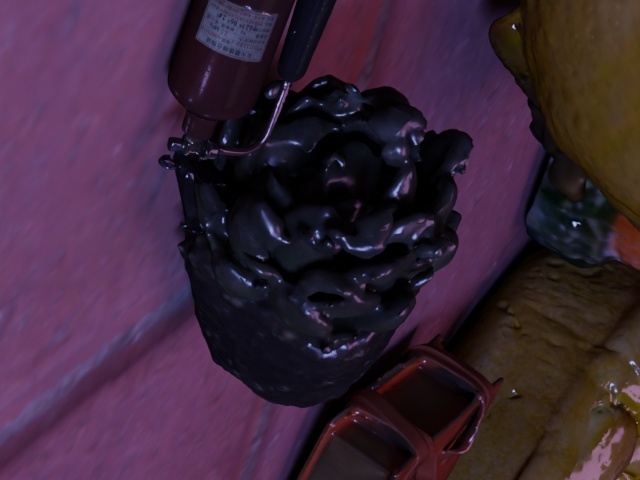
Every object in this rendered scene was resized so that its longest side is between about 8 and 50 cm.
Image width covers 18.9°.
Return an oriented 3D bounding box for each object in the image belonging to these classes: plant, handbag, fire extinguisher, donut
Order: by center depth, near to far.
[{"bbox_3d":[-0.010,-0.086,0.564,0.049,0.035,0.173,-34,151,-57],"label":"fire extinguisher"},{"bbox_3d":[0.000,0.000,0.658,0.094,0.092,0.143,-42,166,-22],"label":"plant"},{"bbox_3d":[0.018,0.149,1.017,0.127,0.062,0.190,-31,151,-55],"label":"handbag"},{"bbox_3d":[0.135,0.115,1.161,0.261,0.128,0.208,-53,161,-15],"label":"donut"}]

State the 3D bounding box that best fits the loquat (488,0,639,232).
[{"bbox_3d":[0.185,-0.092,0.803,0.244,0.244,0.244,-50,161,-24],"label":"loquat"}]

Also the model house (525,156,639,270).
[{"bbox_3d":[0.307,-0.048,1.089,0.271,0.300,0.190,-35,145,-50],"label":"model house"}]
